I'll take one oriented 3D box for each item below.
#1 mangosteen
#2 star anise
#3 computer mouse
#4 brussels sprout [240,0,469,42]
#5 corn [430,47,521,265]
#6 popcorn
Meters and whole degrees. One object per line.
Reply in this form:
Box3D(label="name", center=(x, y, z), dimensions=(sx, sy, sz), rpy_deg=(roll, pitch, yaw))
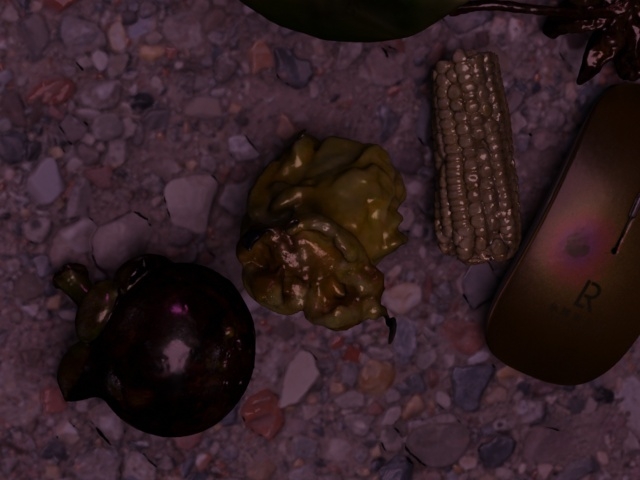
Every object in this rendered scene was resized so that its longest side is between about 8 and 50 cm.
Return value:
Box3D(label="mangosteen", center=(-0.150, 0.100, 1.699), dimensions=(0.184, 0.172, 0.172), rpy_deg=(-7, 108, 15))
Box3D(label="star anise", center=(0.262, -0.213, 1.756), dimensions=(0.234, 0.073, 0.177), rpy_deg=(-34, 100, 4))
Box3D(label="computer mouse", center=(0.276, -0.002, 1.816), dimensions=(0.158, 0.072, 0.310), rpy_deg=(25, 97, -21))
Box3D(label="brussels sprout", center=(0.058, -0.325, 1.548), dimensions=(0.355, 0.281, 0.289), rpy_deg=(-21, 118, 22))
Box3D(label="corn", center=(0.144, -0.081, 1.760), dimensions=(0.087, 0.087, 0.210), rpy_deg=(-8, 100, -12))
Box3D(label="popcorn", center=(0.009, -0.006, 1.680), dimensions=(0.168, 0.195, 0.173), rpy_deg=(-34, 105, 5))
